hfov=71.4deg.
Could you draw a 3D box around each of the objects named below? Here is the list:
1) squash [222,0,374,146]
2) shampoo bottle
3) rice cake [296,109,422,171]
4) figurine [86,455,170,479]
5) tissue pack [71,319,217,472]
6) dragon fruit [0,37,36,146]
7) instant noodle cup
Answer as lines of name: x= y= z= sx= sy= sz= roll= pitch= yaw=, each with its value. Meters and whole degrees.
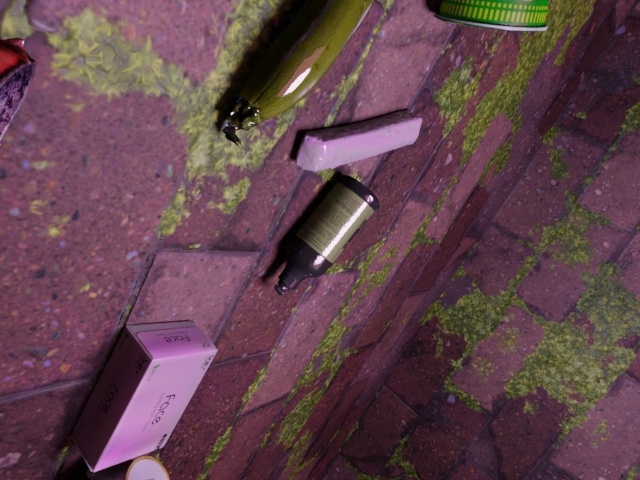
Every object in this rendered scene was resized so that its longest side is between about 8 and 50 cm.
squash: x=-0.023 y=-0.266 z=0.620 sx=0.331 sy=0.087 sz=0.087 roll=-51 pitch=151 yaw=1
shampoo bottle: x=0.000 y=0.000 z=0.929 sx=0.283 sy=0.101 sz=0.101 roll=-51 pitch=151 yaw=-2
rice cake: x=0.092 y=-0.202 z=0.887 sx=0.365 sy=0.056 sz=0.072 roll=-23 pitch=142 yaw=-41
figurine: x=-0.406 y=0.509 z=0.821 sx=0.263 sy=0.189 sz=0.142 roll=-36 pitch=150 yaw=13
tissue pack: x=-0.311 y=0.269 z=0.785 sx=0.149 sy=0.092 sz=0.246 roll=9 pitch=115 yaw=-57
dragon fruit: x=-0.329 y=-0.079 z=0.311 sx=0.148 sy=0.218 sz=0.224 roll=32 pitch=136 yaw=-32
instant noodle cup: x=0.318 y=-0.501 z=0.766 sx=0.207 sy=0.207 sz=0.232 roll=-27 pitch=134 yaw=-38
